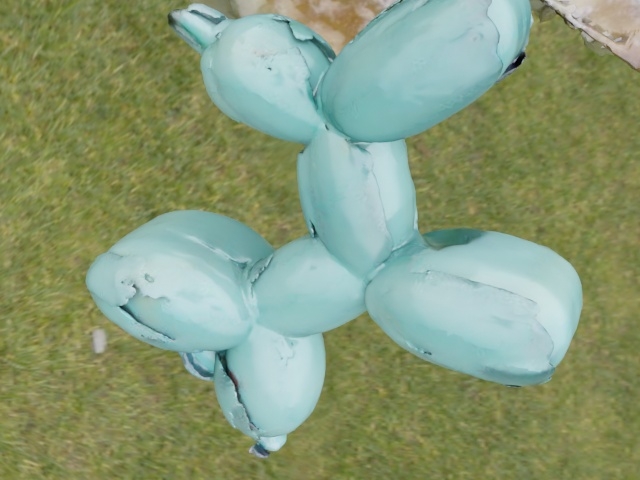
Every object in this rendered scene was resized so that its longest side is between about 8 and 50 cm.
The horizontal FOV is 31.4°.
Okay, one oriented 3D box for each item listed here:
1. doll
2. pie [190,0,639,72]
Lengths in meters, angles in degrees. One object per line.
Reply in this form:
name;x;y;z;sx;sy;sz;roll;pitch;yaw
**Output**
doll;0.000;0.000;0.362;0.059;0.158;0.159;-47;133;-59
pie;0.072;-0.187;0.474;0.337;0.337;0.075;21;32;-18
